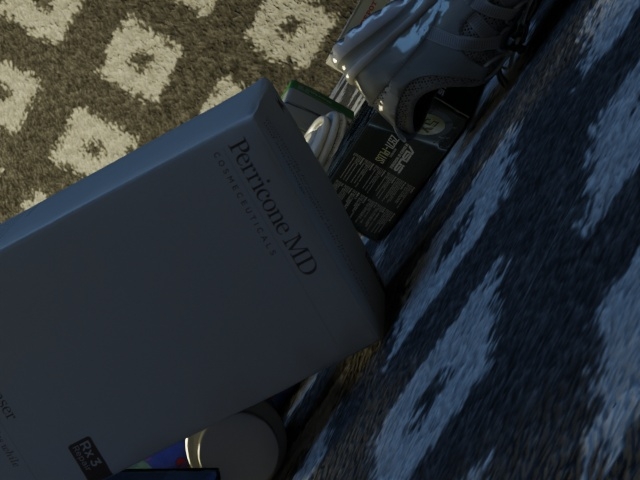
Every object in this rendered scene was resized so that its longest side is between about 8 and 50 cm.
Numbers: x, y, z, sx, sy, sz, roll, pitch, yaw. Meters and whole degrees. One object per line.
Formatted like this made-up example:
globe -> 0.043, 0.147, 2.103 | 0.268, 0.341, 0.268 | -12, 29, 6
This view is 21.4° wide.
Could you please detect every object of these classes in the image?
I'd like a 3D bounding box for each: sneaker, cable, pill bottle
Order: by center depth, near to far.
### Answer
sneaker -> 0.142, -0.186, 1.414 | 0.281, 0.115, 0.105 | -34, -3, 38
pill bottle -> -0.073, 0.169, 1.456 | 0.087, 0.087, 0.160 | -60, 6, -1
cable -> -0.021, -0.035, 2.095 | 0.257, 0.089, 0.257 | -55, 7, 31

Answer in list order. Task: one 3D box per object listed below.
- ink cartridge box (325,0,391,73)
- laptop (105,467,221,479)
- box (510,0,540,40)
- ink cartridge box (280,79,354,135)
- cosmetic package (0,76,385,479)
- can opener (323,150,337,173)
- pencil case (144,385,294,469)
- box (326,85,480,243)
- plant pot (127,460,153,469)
ink cartridge box -> 0.080, -0.214, 1.928 | 0.088, 0.122, 0.052 | -61, 6, -13
laptop -> -0.340, 0.322, 1.321 | 0.382, 0.408, 0.236 | -8, 87, 41
box -> 0.170, -0.260, 1.510 | 0.137, 0.094, 0.027 | -58, 5, 10
ink cartridge box -> -0.052, -0.104, 2.551 | 0.211, 0.121, 0.289 | -59, 6, 15
cosmetic package -> -0.159, 0.055, 1.388 | 0.385, 0.217, 0.156 | -29, 12, 13
can opener -> 0.000, 0.000, 1.854 | 0.283, 0.076, 0.095 | 131, 150, -57
pencil case -> -0.074, 0.105, 1.627 | 0.306, 0.119, 0.133 | -55, 29, 29
box -> 0.081, -0.112, 1.610 | 0.180, 0.077, 0.147 | -56, 6, 39
plant pot -> -0.332, 0.351, 1.976 | 0.248, 0.252, 0.247 | -54, 7, 43
